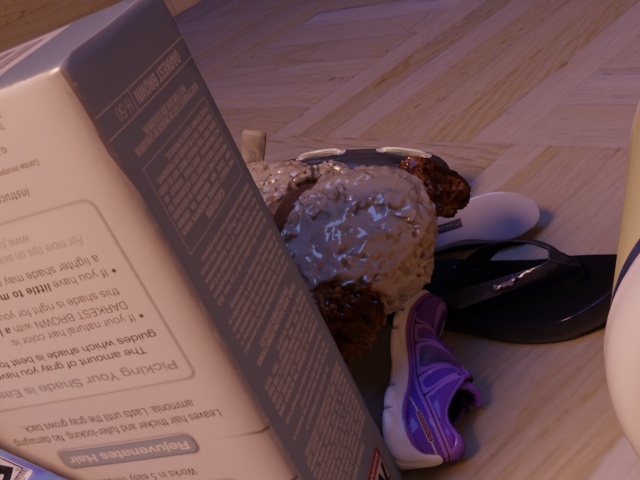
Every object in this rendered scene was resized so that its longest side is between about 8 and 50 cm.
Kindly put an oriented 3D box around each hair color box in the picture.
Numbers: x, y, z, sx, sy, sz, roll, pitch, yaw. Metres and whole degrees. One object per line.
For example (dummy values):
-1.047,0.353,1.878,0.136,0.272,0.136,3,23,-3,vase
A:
-0.105,0.069,0.519,0.185,0.374,0.114,-13,28,23,hair color box

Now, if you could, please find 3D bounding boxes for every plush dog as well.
0.000,0.000,0.709,0.225,0.211,0.262,-1,46,47,plush dog

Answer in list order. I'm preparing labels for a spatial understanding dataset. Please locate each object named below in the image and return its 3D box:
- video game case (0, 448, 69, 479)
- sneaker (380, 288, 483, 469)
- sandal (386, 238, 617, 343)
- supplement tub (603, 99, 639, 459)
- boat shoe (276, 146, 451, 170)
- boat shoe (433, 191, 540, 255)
-0.136,0.243,0.401,0.061,0.244,0.269,-62,4,34,video game case
0.088,0.107,0.664,0.071,0.068,0.170,-2,39,11,sneaker
0.140,0.037,0.738,0.254,0.054,0.097,-4,32,37,sandal
0.292,-0.013,0.486,0.235,0.235,0.325,-10,29,29,supplement tub
0.001,-0.046,0.974,0.302,0.114,0.091,4,36,26,boat shoe
0.143,-0.014,0.849,0.142,0.049,0.040,-13,-11,14,boat shoe
